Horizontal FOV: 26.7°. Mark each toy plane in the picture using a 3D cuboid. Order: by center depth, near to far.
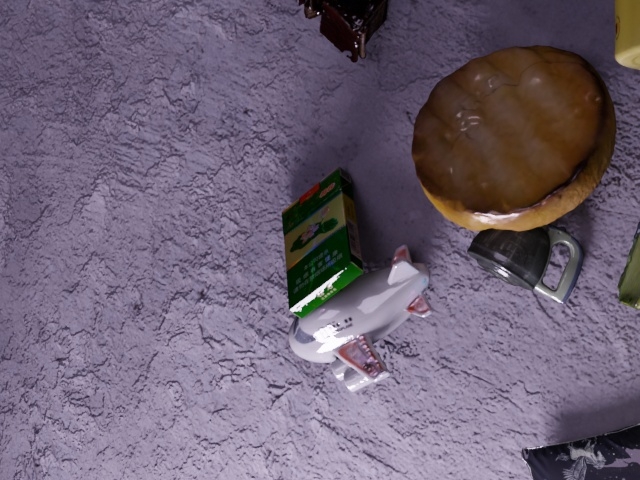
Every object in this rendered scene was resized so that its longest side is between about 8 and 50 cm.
[{"bbox_3d":[0.058,0.103,2.038,0.252,0.118,0.252,-12,66,30],"label":"toy plane"}]

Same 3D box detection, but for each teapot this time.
[{"bbox_3d":[0.293,0.012,1.915,0.149,0.111,0.108,29,88,35],"label":"teapot"}]

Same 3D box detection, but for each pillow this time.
[{"bbox_3d":[0.390,0.331,1.864,0.208,0.055,0.141,-21,84,30],"label":"pillow"}]

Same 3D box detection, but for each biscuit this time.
[{"bbox_3d":[0.275,-0.141,1.905,0.296,0.102,0.296,-13,56,21],"label":"biscuit"}]

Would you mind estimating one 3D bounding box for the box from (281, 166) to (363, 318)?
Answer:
[{"bbox_3d":[0.000,0.000,2.064,0.132,0.034,0.235,-38,33,25],"label":"box"}]

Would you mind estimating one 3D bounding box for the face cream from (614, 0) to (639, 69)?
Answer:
[{"bbox_3d":[0.492,-0.322,1.749,0.218,0.218,0.179,0,87,32],"label":"face cream"}]

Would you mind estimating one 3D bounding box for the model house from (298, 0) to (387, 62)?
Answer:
[{"bbox_3d":[0.035,-0.388,2.059,0.141,0.203,0.164,2,56,1],"label":"model house"}]

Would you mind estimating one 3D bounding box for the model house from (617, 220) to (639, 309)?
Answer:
[{"bbox_3d":[0.527,0.026,1.774,0.212,0.170,0.193,18,89,3],"label":"model house"}]
